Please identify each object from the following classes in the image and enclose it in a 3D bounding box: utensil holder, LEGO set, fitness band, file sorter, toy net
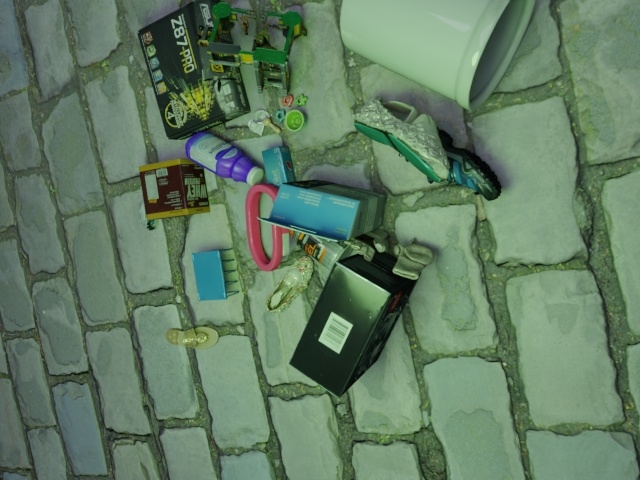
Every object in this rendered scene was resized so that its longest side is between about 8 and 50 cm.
[{"bbox_3d":[0.291,-0.561,1.316,0.385,0.327,0.328,33,109,21],"label":"utensil holder"},{"bbox_3d":[-0.207,-0.586,1.633,0.331,0.192,0.255,1,69,0],"label":"LEGO set"},{"bbox_3d":[-0.180,-0.041,1.700,0.209,0.054,0.291,16,112,51],"label":"fitness band"},{"bbox_3d":[-0.366,0.118,1.834,0.118,0.104,0.171,-6,94,26],"label":"file sorter"},{"bbox_3d":[-0.150,-0.409,1.694,0.232,0.045,0.122,-1,97,26],"label":"toy net"}]

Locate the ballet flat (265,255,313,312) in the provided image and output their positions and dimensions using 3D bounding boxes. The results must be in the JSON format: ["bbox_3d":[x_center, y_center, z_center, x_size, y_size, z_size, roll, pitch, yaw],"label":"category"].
[{"bbox_3d":[-0.105,0.157,1.731,0.091,0.077,0.241,39,111,17],"label":"ballet flat"}]

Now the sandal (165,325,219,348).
[{"bbox_3d":[-0.500,0.374,1.946,0.239,0.079,0.088,-3,96,26],"label":"sandal"}]

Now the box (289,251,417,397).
[{"bbox_3d":[0.109,0.221,1.507,0.178,0.312,0.343,30,109,18],"label":"box"}]

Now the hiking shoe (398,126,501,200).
[{"bbox_3d":[0.369,-0.198,1.452,0.304,0.113,0.132,47,121,23],"label":"hiking shoe"}]

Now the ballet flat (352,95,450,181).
[{"bbox_3d":[0.229,-0.301,1.406,0.409,0.146,0.147,46,117,47],"label":"ballet flat"}]

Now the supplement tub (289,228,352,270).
[{"bbox_3d":[0.000,0.000,1.638,0.190,0.117,0.117,36,110,18],"label":"supplement tub"}]

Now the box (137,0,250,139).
[{"bbox_3d":[-0.435,-0.581,1.779,0.318,0.097,0.395,-14,92,23],"label":"box"}]

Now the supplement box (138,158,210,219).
[{"bbox_3d":[-0.521,-0.182,1.854,0.191,0.129,0.194,-6,95,26],"label":"supplement box"}]

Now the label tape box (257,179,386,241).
[{"bbox_3d":[0.016,-0.096,1.488,0.249,0.347,0.115,15,103,23],"label":"label tape box"}]

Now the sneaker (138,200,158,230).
[{"bbox_3d":[-0.654,-0.139,1.959,0.082,0.071,0.191,25,107,27],"label":"sneaker"}]

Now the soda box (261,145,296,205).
[{"bbox_3d":[-0.126,-0.199,1.698,0.071,0.067,0.210,-12,91,27],"label":"soda box"}]

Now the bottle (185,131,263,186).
[{"bbox_3d":[-0.322,-0.271,1.753,0.282,0.118,0.092,30,142,20],"label":"bottle"}]

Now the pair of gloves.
[{"bbox_3d":[0.206,0.023,1.495,0.240,0.204,0.042,23,119,21],"label":"pair of gloves"}]
